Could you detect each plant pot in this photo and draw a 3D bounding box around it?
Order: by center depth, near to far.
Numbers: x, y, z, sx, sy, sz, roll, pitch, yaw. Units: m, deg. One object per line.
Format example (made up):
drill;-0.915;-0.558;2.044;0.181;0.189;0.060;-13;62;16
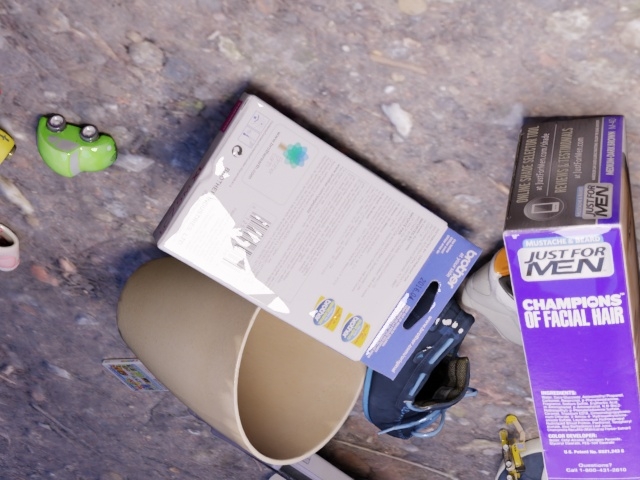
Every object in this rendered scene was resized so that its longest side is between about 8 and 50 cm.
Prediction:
plant pot;-0.116;0.112;1.447;0.274;0.256;0.256;16;152;37

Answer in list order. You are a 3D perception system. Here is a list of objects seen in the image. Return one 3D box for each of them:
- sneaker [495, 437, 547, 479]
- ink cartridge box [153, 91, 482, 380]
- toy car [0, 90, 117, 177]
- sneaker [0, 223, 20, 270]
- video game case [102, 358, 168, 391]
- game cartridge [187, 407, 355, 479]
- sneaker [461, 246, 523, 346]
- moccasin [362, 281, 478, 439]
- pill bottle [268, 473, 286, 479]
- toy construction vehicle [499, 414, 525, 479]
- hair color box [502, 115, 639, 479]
sneaker;0.370;0.358;1.608;0.131;0.148;0.350;35;145;-23
ink cartridge box;0.000;0.000;1.247;0.311;0.185;0.065;32;-176;-16
toy car;-0.351;-0.122;1.360;0.225;0.053;0.239;17;148;4
sneaker;-0.479;-0.006;1.605;0.134;0.051;0.070;21;146;-8
video game case;-0.280;0.216;1.866;0.122;0.011;0.087;-6;140;33
game cartridge;-0.028;0.363;1.836;0.355;0.068;0.230;39;171;-27
sneaker;0.281;0.098;1.337;0.262;0.099;0.121;36;152;-11
moccasin;0.126;0.176;1.455;0.117;0.137;0.342;29;156;20
pill bottle;-0.043;0.459;2.052;0.065;0.065;0.116;-12;135;39
toy construction vehicle;0.275;0.306;1.636;0.035;0.098;0.086;-8;146;6
hair color box;0.257;0.072;1.121;0.110;0.185;0.338;-5;125;19
